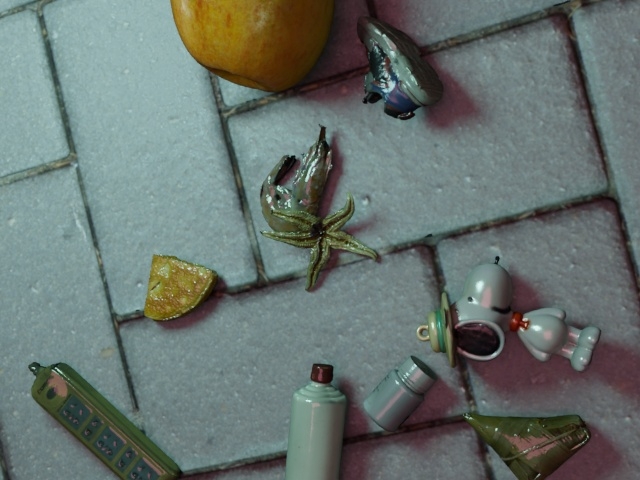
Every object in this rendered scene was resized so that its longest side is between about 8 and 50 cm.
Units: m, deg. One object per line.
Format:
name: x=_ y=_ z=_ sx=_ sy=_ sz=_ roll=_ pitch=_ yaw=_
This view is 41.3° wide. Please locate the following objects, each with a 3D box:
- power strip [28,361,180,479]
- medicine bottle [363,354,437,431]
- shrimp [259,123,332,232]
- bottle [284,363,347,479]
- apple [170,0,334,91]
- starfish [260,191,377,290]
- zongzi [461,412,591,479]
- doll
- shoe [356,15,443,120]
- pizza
power strip: x=-0.449 y=0.373 z=1.709 sx=0.387 sy=0.066 sz=0.092 roll=39 pitch=98 yaw=10
medicine bottle: x=0.147 y=0.278 z=1.550 sx=0.080 sy=0.080 sz=0.130 roll=43 pitch=100 yaw=9
shrimp: x=-0.047 y=-0.118 z=1.605 sx=0.126 sy=0.047 sz=0.223 roll=23 pitch=100 yaw=20
bottle: x=-0.007 y=0.351 z=1.579 sx=0.104 sy=0.104 sz=0.245 roll=6 pitch=94 yaw=14
apple: x=-0.123 y=-0.405 z=1.485 sx=0.299 sy=0.299 sz=0.275 roll=13 pitch=103 yaw=13
starfish: x=0.000 y=-0.001 z=1.582 sx=0.223 sy=0.050 sz=0.217 roll=20 pitch=107 yaw=-3
zongzi: x=0.369 y=0.327 z=1.502 sx=0.160 sy=0.078 sz=0.176 roll=-42 pitch=79 yaw=6
doll: x=0.326 y=0.165 z=1.470 sx=0.271 sy=0.144 sz=0.208 roll=38 pitch=90 yaw=15
shoe: x=0.122 y=-0.301 z=1.533 sx=0.125 sy=0.099 sz=0.227 roll=-52 pitch=57 yaw=35
pizza: x=-0.281 y=0.082 z=1.666 sx=0.175 sy=0.046 sz=0.134 roll=-23 pitch=87 yaw=13
